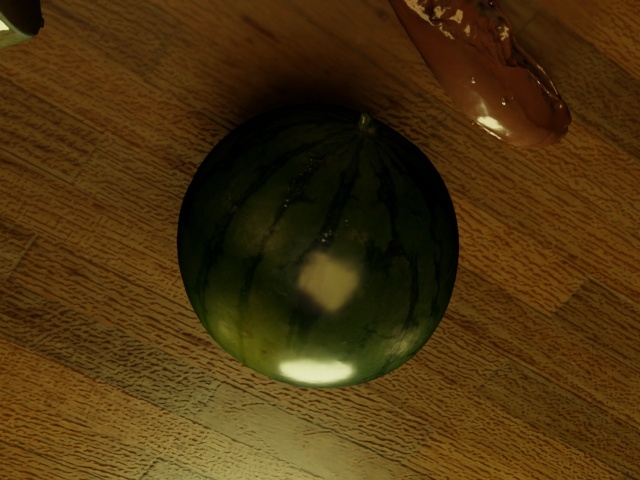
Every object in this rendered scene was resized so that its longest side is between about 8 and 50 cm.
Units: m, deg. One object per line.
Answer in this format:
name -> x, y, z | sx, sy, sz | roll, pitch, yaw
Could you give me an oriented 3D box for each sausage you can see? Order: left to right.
sausage -> 0.114, -0.187, 0.857 | 0.087, 0.079, 0.326 | -43, 122, -8

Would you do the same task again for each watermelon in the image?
watermelon -> -0.001, 0.004, 0.870 | 0.242, 0.242, 0.242 | -4, 124, -6

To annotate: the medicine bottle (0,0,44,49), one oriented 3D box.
medicine bottle -> -0.384, -0.162, 0.752 | 0.322, 0.151, 0.151 | -20, 124, 5
